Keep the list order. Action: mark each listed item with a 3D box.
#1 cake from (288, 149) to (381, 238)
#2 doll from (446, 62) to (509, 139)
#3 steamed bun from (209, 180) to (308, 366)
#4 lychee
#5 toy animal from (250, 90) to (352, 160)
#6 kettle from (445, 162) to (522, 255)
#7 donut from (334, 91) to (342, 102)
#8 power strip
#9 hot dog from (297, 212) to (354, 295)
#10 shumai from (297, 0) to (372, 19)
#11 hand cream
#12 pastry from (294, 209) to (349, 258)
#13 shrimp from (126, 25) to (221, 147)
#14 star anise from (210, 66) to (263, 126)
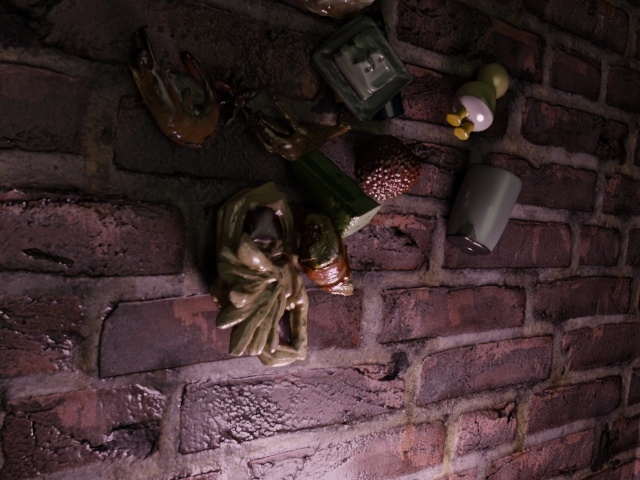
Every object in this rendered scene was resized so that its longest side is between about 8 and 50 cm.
[{"bbox_3d":[0.030,-0.128,1.305,0.100,0.099,0.235,-31,86,-36],"label":"cake"},{"bbox_3d":[0.458,-0.411,1.635,0.141,0.117,0.296,52,53,-22],"label":"doll"},{"bbox_3d":[-0.134,0.099,1.215,0.247,0.189,0.427,-12,103,-27],"label":"steamed bun"},{"bbox_3d":[0.171,-0.189,1.411,0.197,0.165,0.165,-49,122,-3],"label":"lychee"},{"bbox_3d":[-0.038,-0.249,1.313,0.276,0.054,0.148,6,76,-34],"label":"toy animal"},{"bbox_3d":[0.468,-0.071,1.657,0.236,0.161,0.221,-67,156,-9],"label":"kettle"},{"bbox_3d":[0.075,-0.372,1.397,0.083,0.038,0.067,-9,98,-33],"label":"donut"},{"bbox_3d":[0.109,-0.417,1.355,0.198,0.064,0.213,-45,103,-16],"label":"power strip"},{"bbox_3d":[0.007,0.039,1.245,0.103,0.146,0.213,-17,135,6],"label":"hot dog"},{"bbox_3d":[0.085,-0.658,1.235,0.304,0.264,0.309,-31,112,-32],"label":"shumai"},{"bbox_3d":[0.146,-0.440,1.434,0.120,0.061,0.270,-23,103,-34],"label":"hand cream"},{"bbox_3d":[-0.004,0.000,1.355,0.154,0.081,0.153,-4,100,-26],"label":"pastry"},{"bbox_3d":[-0.279,-0.307,1.140,0.173,0.058,0.253,-37,119,-36],"label":"shrimp"},{"bbox_3d":[-0.170,-0.308,1.215,0.129,0.056,0.124,-26,106,-45],"label":"star anise"}]
